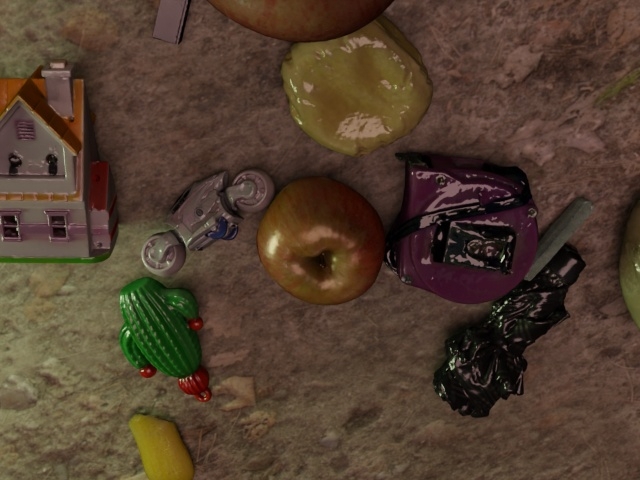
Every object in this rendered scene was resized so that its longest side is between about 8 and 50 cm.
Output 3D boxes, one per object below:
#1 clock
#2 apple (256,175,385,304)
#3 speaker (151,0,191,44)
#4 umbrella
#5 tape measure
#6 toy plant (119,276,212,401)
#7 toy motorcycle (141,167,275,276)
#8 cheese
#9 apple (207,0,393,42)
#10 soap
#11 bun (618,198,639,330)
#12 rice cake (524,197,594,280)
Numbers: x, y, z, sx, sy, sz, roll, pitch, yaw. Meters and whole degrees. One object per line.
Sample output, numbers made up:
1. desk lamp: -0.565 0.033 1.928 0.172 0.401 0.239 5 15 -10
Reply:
1. clock: -0.442 -0.132 1.617 0.235 0.166 0.309 1 117 -2
2. apple: 0.000 0.000 1.672 0.210 0.164 0.209 0 115 -1
3. speaker: -0.213 -0.398 1.590 0.046 0.040 0.191 15 109 -4
4. umbrella: 0.335 0.163 1.760 0.337 0.128 0.154 -41 101 9
5. tape measure: 0.224 -0.017 1.677 0.245 0.149 0.231 3 108 -2
6. toy plant: -0.267 0.171 1.770 0.155 0.088 0.240 3 121 10
7. toy motorcycle: -0.189 -0.040 1.698 0.254 0.112 0.112 -34 107 9
8. cheese: 0.054 -0.237 1.617 0.214 0.117 0.226 -36 111 17
9. apple: -0.033 -0.438 1.430 0.345 0.269 0.344 2 78 -11
10. soap: -0.281 0.372 1.865 0.089 0.033 0.168 -14 109 1
11. bun: 0.651 0.056 1.676 0.326 0.234 0.362 -38 100 17
12. rice cake: 0.386 -0.003 1.726 0.170 0.033 0.029 -49 120 -3
